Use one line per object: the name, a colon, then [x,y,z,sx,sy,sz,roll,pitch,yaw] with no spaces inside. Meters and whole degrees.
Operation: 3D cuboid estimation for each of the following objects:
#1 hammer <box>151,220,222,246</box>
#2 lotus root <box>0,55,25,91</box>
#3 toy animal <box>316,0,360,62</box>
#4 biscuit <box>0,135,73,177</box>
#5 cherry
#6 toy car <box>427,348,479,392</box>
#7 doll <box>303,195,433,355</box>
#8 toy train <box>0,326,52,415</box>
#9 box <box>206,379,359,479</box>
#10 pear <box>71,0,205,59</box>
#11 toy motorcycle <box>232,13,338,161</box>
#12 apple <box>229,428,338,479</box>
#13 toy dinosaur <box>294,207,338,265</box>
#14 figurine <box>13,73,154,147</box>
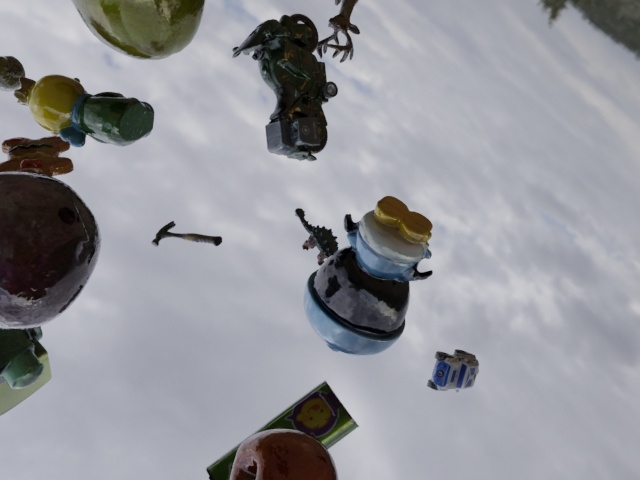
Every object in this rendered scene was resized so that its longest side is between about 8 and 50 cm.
hammer: [-0.329,-0.011,2.306,0.078,0.201,0.021,-62,-37,-33]
lotus root: [-0.728,-0.379,2.086,0.165,0.088,0.088,13,-178,43]
toy animal: [0.063,-0.535,2.023,0.087,0.259,0.243,13,-154,1]
biscuit: [-0.605,-0.164,1.940,0.166,0.036,0.250,-5,-148,-8]
cherry: [-0.355,0.005,1.080,0.195,0.195,0.195,32,-155,-17]
toy car: [0.297,0.285,2.000,0.070,0.080,0.171,18,-175,32]
doll: [0.075,0.072,1.472,0.177,0.314,0.141,35,-142,10]
toy train: [-0.588,0.105,1.492,0.160,0.253,0.397,-38,-103,-27]
box: [-0.088,0.476,2.111,0.134,0.346,0.097,51,174,32]
pear: [-0.321,-0.474,1.631,0.269,0.269,0.321,-103,0,-53]
toy motorcycle: [-0.064,-0.277,1.643,0.187,0.125,0.274,-4,-95,-39]
apple: [-0.073,0.490,1.862,0.201,0.218,0.218,17,-147,-34]
toy dinosaur: [0.000,0.000,1.632,0.049,0.055,0.154,-22,-119,-38]
figurine: [-0.453,-0.255,1.775,0.234,0.127,0.185,10,-162,16]
